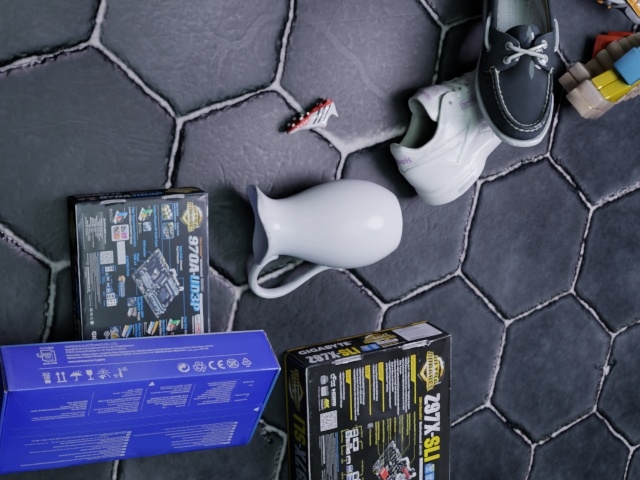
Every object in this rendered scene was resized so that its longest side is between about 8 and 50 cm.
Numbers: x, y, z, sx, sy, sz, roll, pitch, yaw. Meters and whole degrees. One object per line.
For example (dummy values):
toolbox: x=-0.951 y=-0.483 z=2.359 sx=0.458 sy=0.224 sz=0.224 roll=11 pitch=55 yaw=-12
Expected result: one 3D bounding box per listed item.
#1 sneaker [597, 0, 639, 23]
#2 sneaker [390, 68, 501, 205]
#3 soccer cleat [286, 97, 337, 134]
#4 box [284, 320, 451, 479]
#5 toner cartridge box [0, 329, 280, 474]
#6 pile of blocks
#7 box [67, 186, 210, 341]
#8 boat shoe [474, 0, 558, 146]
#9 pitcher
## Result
sneaker: x=0.433 y=-0.411 z=1.416 sx=0.215 sy=0.083 sz=0.084 roll=40 pitch=47 yaw=-19
sneaker: x=0.224 y=-0.201 z=1.344 sx=0.152 sy=0.114 sz=0.305 roll=43 pitch=80 yaw=-30
soccer cleat: x=-0.011 y=-0.167 z=1.277 sx=0.083 sy=0.029 sz=0.035 roll=-39 pitch=113 yaw=-20
box: x=0.078 y=0.307 z=1.411 sx=0.257 sy=0.079 sz=0.322 roll=-10 pitch=107 yaw=-28
toner cartridge box: x=-0.240 y=0.205 z=1.177 sx=0.348 sy=0.075 sz=0.165 roll=0 pitch=132 yaw=-29
pile of blocks: x=0.527 y=-0.317 z=1.469 sx=0.362 sy=0.149 sz=0.112 roll=-26 pitch=72 yaw=-24
box: x=-0.234 y=0.046 z=1.193 sx=0.175 sy=0.051 sz=0.220 roll=-7 pitch=105 yaw=-27
boat shoe: x=0.278 y=-0.279 z=1.289 sx=0.114 sy=0.091 sz=0.302 roll=-1 pitch=65 yaw=-4
pitcher: x=0.000 y=0.000 z=1.282 sx=0.207 sy=0.125 sz=0.177 roll=-3 pitch=125 yaw=-17
